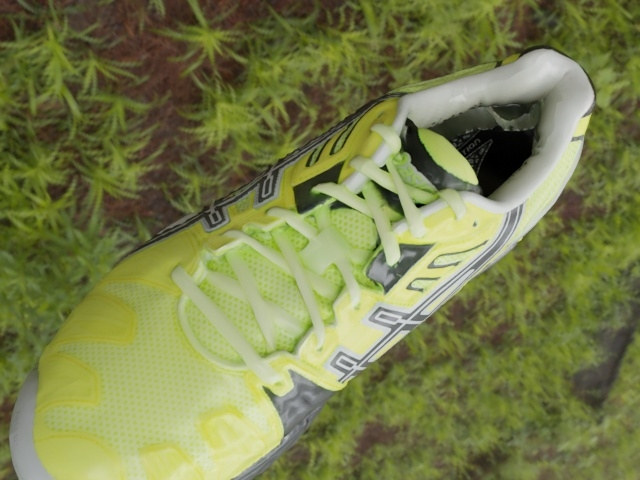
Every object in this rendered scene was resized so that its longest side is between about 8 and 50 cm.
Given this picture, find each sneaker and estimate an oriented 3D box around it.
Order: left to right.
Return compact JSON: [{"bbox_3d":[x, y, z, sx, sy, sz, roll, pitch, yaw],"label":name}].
[{"bbox_3d":[0.000,0.000,0.505,0.384,0.145,0.147,-38,168,-30],"label":"sneaker"}]
